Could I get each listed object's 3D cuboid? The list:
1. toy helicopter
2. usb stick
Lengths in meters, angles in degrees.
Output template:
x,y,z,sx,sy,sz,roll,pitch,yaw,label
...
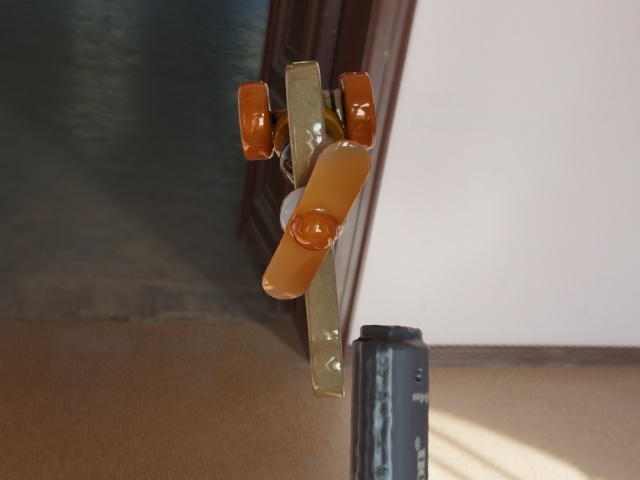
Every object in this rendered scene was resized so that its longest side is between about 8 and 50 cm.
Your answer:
x,y,z,sx,sy,sz,roll,pitch,yaw,label
0.000,0.000,0.807,0.140,0.355,0.235,-6,14,-3,toy helicopter
0.049,0.198,0.550,0.045,0.278,0.077,-5,-11,36,usb stick
